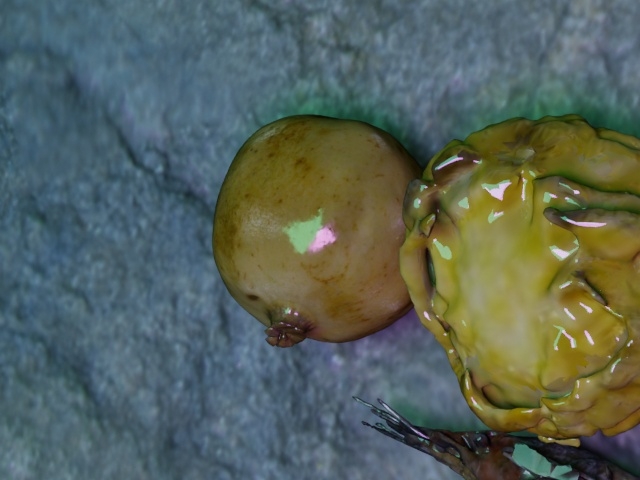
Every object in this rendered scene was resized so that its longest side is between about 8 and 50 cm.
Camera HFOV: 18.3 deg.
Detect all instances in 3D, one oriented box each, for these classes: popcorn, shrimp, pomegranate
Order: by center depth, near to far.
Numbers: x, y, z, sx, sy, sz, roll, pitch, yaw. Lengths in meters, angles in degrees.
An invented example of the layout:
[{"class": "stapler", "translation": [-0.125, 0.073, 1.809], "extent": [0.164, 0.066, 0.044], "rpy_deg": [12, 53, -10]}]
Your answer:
[{"class": "popcorn", "translation": [0.181, 0.024, 1.447], "extent": [0.250, 0.190, 0.250], "rpy_deg": [0, 90, 25]}, {"class": "shrimp", "translation": [0.156, 0.212, 1.491], "extent": [0.343, 0.116, 0.145], "rpy_deg": [29, 95, 26]}, {"class": "pomegranate", "translation": [0.000, 0.000, 1.564], "extent": [0.196, 0.196, 0.196], "rpy_deg": [-2, 86, 31]}]
